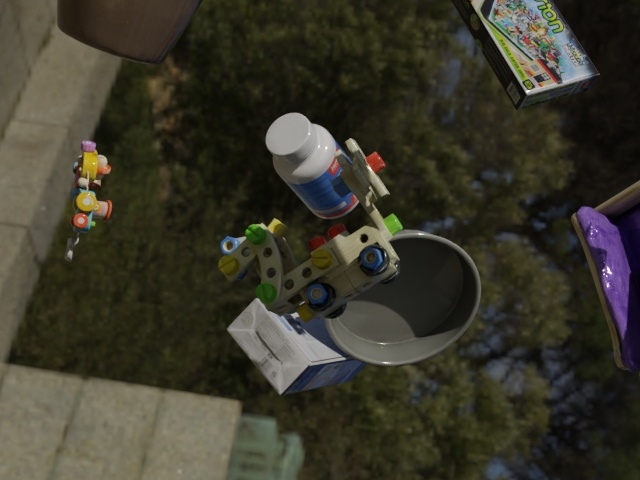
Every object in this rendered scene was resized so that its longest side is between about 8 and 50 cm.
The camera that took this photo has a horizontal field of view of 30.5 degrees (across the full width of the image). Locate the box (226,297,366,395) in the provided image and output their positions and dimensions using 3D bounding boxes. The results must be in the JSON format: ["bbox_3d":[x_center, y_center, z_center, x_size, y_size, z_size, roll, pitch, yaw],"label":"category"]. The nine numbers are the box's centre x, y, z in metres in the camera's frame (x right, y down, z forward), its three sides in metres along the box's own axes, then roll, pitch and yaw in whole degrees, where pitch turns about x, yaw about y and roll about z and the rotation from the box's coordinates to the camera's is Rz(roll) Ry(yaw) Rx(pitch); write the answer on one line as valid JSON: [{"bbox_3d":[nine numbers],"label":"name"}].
[{"bbox_3d":[-0.030,0.190,2.209,0.087,0.169,0.290,-47,159,18],"label":"box"}]

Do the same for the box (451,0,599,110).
[{"bbox_3d":[0.252,-0.268,1.486,0.207,0.114,0.036,63,-24,21],"label":"box"}]

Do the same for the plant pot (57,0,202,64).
[{"bbox_3d":[-0.246,-0.364,1.545,0.263,0.263,0.229,-54,166,-77],"label":"plant pot"}]

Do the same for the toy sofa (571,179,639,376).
[{"bbox_3d":[0.614,0.072,2.166,0.150,0.177,0.362,-36,-126,40],"label":"toy sofa"}]

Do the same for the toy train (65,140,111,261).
[{"bbox_3d":[-0.301,-0.056,1.530,0.125,0.046,0.166,115,-23,-45],"label":"toy train"}]

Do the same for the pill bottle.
[{"bbox_3d":[-0.014,-0.142,2.198,0.221,0.124,0.124,46,48,-53],"label":"pill bottle"}]

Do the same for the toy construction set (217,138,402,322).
[{"bbox_3d":[0.000,0.000,1.830,0.151,0.328,0.215,11,44,-56],"label":"toy construction set"}]

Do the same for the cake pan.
[{"bbox_3d":[0.145,0.100,2.144,0.054,0.293,0.293,-110,-159,-56],"label":"cake pan"}]
